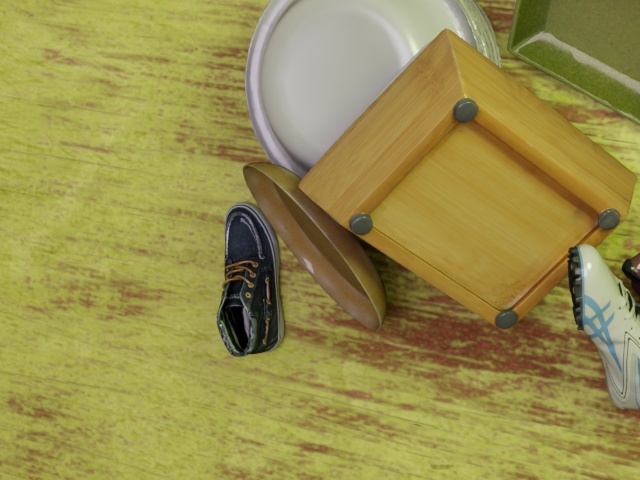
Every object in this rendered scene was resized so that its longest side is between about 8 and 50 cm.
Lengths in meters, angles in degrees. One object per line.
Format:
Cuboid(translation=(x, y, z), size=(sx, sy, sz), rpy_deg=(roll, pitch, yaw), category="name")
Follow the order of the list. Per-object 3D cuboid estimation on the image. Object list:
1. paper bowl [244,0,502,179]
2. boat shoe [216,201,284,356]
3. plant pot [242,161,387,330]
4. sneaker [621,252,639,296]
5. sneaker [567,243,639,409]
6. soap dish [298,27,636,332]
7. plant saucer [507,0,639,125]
Cuboid(translation=(0.048, -0.176, 1.620), size=(0.284, 0.148, 0.284), rpy_deg=(2, 96, 23), category="paper bowl")
Cuboid(translation=(-0.088, 0.046, 1.734), size=(0.065, 0.083, 0.183), rpy_deg=(-11, 90, 25), category="boat shoe")
Cuboid(translation=(0.000, 0.000, 1.632), size=(0.032, 0.236, 0.236), rpy_deg=(-39, 77, -10), category="plant pot")
Cuboid(translation=(0.377, -0.026, 1.480), size=(0.162, 0.106, 0.281), rpy_deg=(-13, 89, 1), category="sneaker")
Cuboid(translation=(0.311, 0.085, 1.509), size=(0.086, 0.085, 0.237), rpy_deg=(-17, 131, 17), category="sneaker")
Cuboid(translation=(0.160, -0.049, 1.517), size=(0.291, 0.118, 0.229), rpy_deg=(33, 114, -27), category="soap dish")
Cuboid(translation=(0.294, -0.227, 1.515), size=(0.188, 0.045, 0.188), rpy_deg=(32, 151, 18), category="plant saucer")
